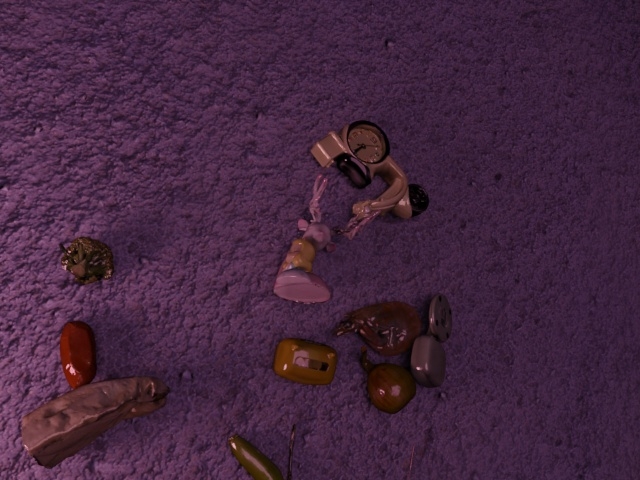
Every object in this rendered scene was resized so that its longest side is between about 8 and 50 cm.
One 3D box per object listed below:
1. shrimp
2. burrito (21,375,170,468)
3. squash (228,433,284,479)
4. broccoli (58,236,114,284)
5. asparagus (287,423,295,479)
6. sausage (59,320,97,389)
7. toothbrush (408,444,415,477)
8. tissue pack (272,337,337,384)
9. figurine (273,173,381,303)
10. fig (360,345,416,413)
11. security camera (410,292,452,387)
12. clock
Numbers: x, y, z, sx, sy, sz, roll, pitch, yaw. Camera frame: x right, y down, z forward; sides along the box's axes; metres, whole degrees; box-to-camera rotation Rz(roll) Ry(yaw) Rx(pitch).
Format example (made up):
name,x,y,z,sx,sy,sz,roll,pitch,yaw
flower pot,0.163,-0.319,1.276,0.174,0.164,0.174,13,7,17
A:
name,x,y,z,sx,sy,sz,roll,pitch,yaw
shrimp,0.179,0.280,1.697,0.317,0.077,0.168,-7,82,-25
burrito,-0.543,0.414,1.351,0.331,0.190,0.135,-24,62,-27
squash,-0.174,0.605,1.498,0.201,0.066,0.066,47,67,1
broccoli,-0.607,0.055,1.437,0.130,0.120,0.131,-5,113,-1
asparagus,-0.082,0.605,1.557,0.016,0.013,0.166,7,74,-7
sausage,-0.614,0.285,1.399,0.089,0.089,0.179,-10,71,-22
toothbrush,0.278,0.671,1.675,0.006,0.008,0.097,22,70,-29
tissue pack,-0.040,0.346,1.572,0.178,0.127,0.123,16,75,-15
figurine,0.010,0.007,1.603,0.206,0.284,0.316,24,59,-15
fig,0.187,0.427,1.642,0.186,0.148,0.142,26,82,28
security camera,0.351,0.309,1.739,0.157,0.080,0.302,46,50,-40
clock,0.163,-0.204,1.789,0.276,0.120,0.379,-33,85,-27
